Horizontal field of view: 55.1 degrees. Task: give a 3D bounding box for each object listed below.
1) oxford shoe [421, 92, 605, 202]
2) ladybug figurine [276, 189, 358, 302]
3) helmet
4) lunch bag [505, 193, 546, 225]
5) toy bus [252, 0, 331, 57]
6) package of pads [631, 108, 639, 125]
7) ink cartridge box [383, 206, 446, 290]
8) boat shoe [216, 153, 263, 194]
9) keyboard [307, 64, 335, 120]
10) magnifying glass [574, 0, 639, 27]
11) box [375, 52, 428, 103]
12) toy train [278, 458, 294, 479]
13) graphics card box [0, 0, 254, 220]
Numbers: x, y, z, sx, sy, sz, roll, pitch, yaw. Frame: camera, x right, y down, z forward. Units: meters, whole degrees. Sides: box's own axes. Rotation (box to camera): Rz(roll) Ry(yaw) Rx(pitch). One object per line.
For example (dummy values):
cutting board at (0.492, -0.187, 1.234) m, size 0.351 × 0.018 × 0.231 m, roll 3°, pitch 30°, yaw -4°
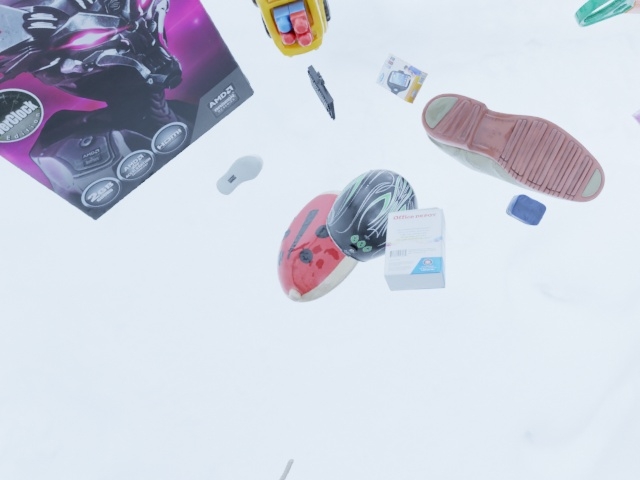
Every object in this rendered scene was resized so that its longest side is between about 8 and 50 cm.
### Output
oxford shoe at (0.407, -0.190, 1.314) m, size 0.397 × 0.146 × 0.140 m, roll 32°, pitch 85°, yaw 18°
ladybug figurine at (0.000, 0.000, 1.935) m, size 0.162 × 0.305 × 0.449 m, roll 55°, pitch 44°, yaw -32°
helmet at (0.107, -0.054, 1.173) m, size 0.169 × 0.169 × 0.161 m, roll 30°, pitch 122°, yaw -27°
lunch bag at (0.557, -0.081, 1.657) m, size 0.098 × 0.065 × 0.067 m, roll 29°, pitch 94°, yaw 0°
toy bus at (-0.051, -0.447, 1.229) m, size 0.149 × 0.211 × 0.220 m, roll -16°, pitch 148°, yaw 6°
package of pads at (0.723, -0.258, 1.334) m, size 0.050 × 0.032 × 0.083 m, roll -41°, pitch 104°, yaw 22°
ink cartridge box at (0.150, 0.013, 0.962) m, size 0.052 × 0.088 × 0.122 m, roll 62°, pitch 30°, yaw -50°
boat shoe at (-0.242, -0.216, 1.889) m, size 0.078 × 0.219 × 0.070 m, roll 50°, pitch 45°, yaw -14°
keyboard at (0.000, -0.436, 1.772) m, size 0.023 × 0.180 × 0.108 m, roll -21°, pitch 143°, yaw -8°
magnifying glass at (0.489, -0.382, 1.000) m, size 0.231 × 0.092 × 0.026 m, roll -22°, pitch 83°, yaw -43°
box at (0.194, -0.404, 1.518) m, size 0.028 × 0.136 × 0.081 m, roll 0°, pitch 123°, yaw -49°
toy train at (-0.099, 0.339, 0.583) m, size 0.105 × 0.143 × 0.248 m, roll 32°, pitch 103°, yaw -12°
graphics card box at (-0.226, -0.184, 0.527) m, size 0.233 × 0.094 × 0.371 m, roll -40°, pitch 156°, yaw -4°
